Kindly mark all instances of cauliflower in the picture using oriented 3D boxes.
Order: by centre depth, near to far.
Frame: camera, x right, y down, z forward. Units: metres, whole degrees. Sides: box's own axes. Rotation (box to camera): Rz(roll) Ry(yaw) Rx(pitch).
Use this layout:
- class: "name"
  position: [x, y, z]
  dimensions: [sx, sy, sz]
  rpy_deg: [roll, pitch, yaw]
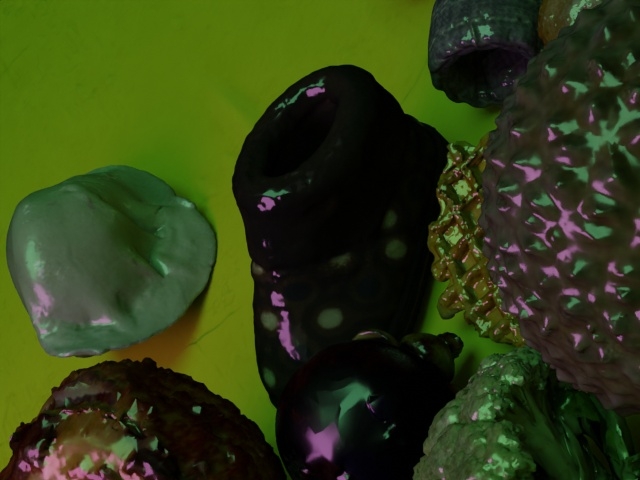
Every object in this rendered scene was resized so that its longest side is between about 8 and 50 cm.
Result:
- class: "cauliflower"
  position: [0.206, 0.232, 1.075]
  dimensions: [0.250, 0.275, 0.272]
  rpy_deg: [-5, 20, 5]

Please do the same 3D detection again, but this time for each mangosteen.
- class: "mangosteen"
  position: [0.064, 0.174, 1.261]
  dimensions: [0.194, 0.194, 0.230]
  rpy_deg: [-5, 30, 45]

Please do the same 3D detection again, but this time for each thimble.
- class: "thimble"
  position: [0.193, -0.222, 1.408]
  dimensions: [0.150, 0.150, 0.097]
  rpy_deg: [-19, 55, 38]

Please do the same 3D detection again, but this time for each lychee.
- class: "lychee"
  position: [0.321, -0.038, 0.982]
  dimensions: [0.432, 0.380, 0.380]
  rpy_deg: [18, 79, 34]

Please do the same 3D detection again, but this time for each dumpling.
- class: "dumpling"
  position: [-0.308, 0.029, 1.741]
  dimensions: [0.212, 0.270, 0.320]
  rpy_deg: [-41, 62, 53]

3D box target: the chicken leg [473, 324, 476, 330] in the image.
- class: "chicken leg"
  position: [0.195, 0.081, 1.301]
  dimensions: [0.083, 0.021, 0.036]
  rpy_deg: [-8, 50, 41]

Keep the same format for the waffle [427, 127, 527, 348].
- class: "waffle"
  position: [0.205, -0.009, 1.268]
  dimensions: [0.243, 0.059, 0.237]
  rpy_deg: [10, 82, 49]

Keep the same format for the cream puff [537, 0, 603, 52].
- class: "cream puff"
  position: [0.310, -0.223, 1.304]
  dimensions: [0.165, 0.115, 0.150]
  rpy_deg: [37, 101, 34]

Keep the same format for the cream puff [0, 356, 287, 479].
- class: "cream puff"
  position: [-0.174, 0.278, 1.292]
  dimensions: [0.350, 0.229, 0.350]
  rpy_deg: [9, 109, 25]

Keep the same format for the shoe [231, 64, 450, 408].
- class: "shoe"
  position: [0.000, 0.000, 1.385]
  dimensions: [0.171, 0.237, 0.384]
  rpy_deg: [7, 70, 49]
